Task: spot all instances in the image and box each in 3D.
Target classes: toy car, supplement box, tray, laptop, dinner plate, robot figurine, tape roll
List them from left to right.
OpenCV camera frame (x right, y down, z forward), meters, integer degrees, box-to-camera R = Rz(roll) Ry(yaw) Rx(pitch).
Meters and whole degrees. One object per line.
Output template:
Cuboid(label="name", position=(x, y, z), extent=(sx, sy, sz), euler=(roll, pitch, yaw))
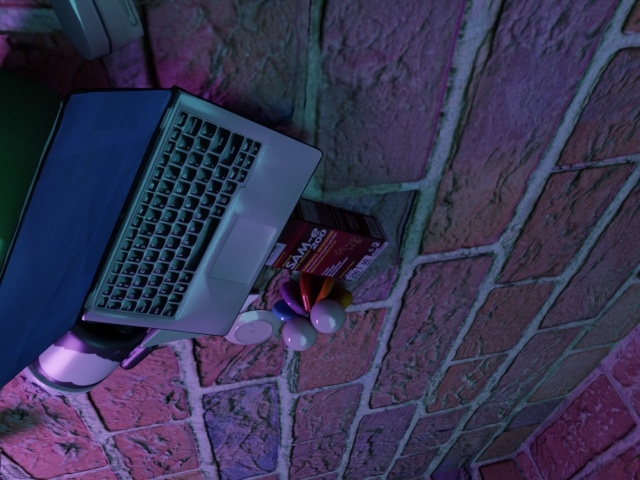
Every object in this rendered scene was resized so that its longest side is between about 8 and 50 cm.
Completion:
Cuboid(label="tape roll", position=(-0.397, -0.039, 0.589), extent=(0.077, 0.321, 0.321), euler=(18, 127, -34))
Cuboid(label="robot figurine", position=(-0.429, 0.171, 0.920), extent=(0.209, 0.173, 0.278), euler=(47, 115, -1))
Cuboid(label="laptop", position=(-0.189, 0.024, 0.658), extent=(0.407, 0.236, 0.382), euler=(16, 112, -38))
Cuboid(label="tray", position=(-0.232, 0.144, 0.996), extent=(0.145, 0.030, 0.270), euler=(-42, 165, 10))
Cuboid(label="dinner plate", position=(-0.162, 0.214, 1.199), extent=(0.141, 0.017, 0.141), euler=(-11, 137, -11))
Cuboid(label="toy car", position=(-0.027, 0.137, 1.089), extent=(0.182, 0.159, 0.136), euler=(-35, 103, 18))
Cuboid(label="supplement box", position=(0.000, 0.000, 0.982), extent=(0.239, 0.073, 0.130), euler=(12, 131, -31))

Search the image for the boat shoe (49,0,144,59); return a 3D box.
Cuboid(label="boat shoe", position=(-0.256, -0.328, 0.510), extent=(0.088, 0.096, 0.268), euler=(-36, 133, -28))
